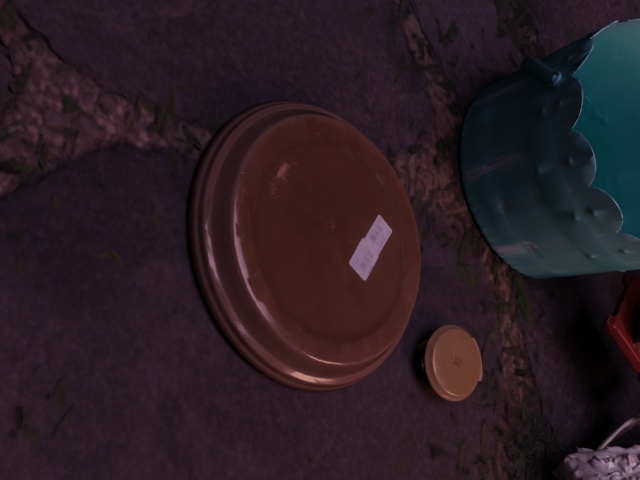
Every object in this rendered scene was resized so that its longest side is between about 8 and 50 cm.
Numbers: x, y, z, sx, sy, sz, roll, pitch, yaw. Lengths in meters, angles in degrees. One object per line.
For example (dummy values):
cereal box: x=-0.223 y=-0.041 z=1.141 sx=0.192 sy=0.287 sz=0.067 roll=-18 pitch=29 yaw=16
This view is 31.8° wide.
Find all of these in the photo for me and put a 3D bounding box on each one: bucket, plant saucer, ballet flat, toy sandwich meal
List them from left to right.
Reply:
plant saucer: x=0.000 y=0.000 z=1.045 sx=0.277 sy=0.041 sz=0.278 roll=13 pitch=70 yaw=-40
toy sandwich meal: x=0.131 y=0.124 z=1.141 sx=0.085 sy=0.029 sz=0.086 roll=8 pitch=76 yaw=-37
bucket: x=0.299 y=-0.090 z=1.241 sx=0.281 sy=0.183 sz=0.281 roll=12 pitch=72 yaw=-40
ballet flat: x=0.427 y=0.243 z=1.291 sx=0.408 sy=0.147 sz=0.147 roll=-9 pitch=86 yaw=-36

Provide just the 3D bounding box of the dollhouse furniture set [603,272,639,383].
dollhouse furniture set: x=0.486 y=0.037 z=1.316 sx=0.152 sy=0.201 sz=0.374 roll=56 pitch=35 yaw=-10
